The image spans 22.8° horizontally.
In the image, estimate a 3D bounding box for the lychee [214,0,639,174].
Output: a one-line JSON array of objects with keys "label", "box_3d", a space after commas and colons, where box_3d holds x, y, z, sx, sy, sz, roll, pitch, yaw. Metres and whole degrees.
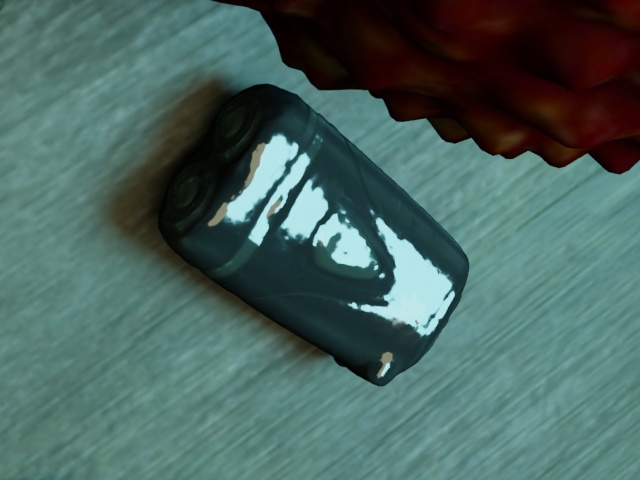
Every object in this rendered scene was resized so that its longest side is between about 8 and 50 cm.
[{"label": "lychee", "box_3d": [0.103, -0.232, 0.540, 0.424, 0.500, 0.425, 0, 89, 12]}]

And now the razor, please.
[{"label": "razor", "box_3d": [0.000, 0.000, 0.735, 0.148, 0.054, 0.090, 38, 85, -30]}]

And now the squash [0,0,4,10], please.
[{"label": "squash", "box_3d": [-0.221, -0.032, 0.587, 0.252, 0.093, 0.169, -70, 164, 5]}]
